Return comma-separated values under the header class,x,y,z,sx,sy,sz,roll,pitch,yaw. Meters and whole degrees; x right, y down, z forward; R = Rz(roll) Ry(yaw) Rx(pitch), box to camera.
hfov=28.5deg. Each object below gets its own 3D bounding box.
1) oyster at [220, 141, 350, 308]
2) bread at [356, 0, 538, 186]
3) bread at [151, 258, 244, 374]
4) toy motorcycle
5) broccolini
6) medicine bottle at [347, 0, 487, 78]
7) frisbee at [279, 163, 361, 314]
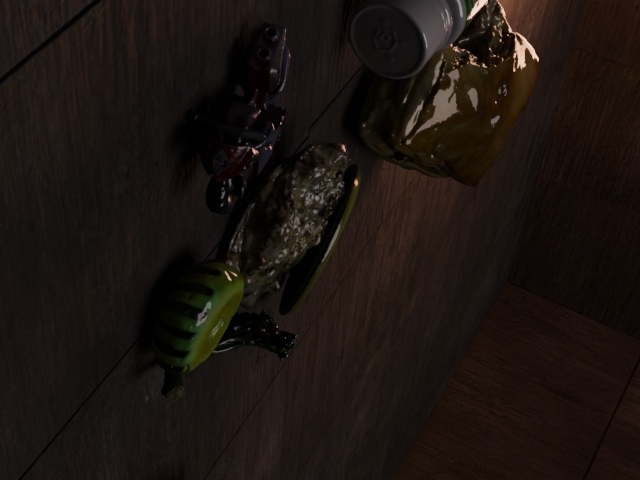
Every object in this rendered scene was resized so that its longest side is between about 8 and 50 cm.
class,x,y,z,sx,sy,sz,roll,pitch,yaw
oyster,-0.045,-0.019,1.626,0.259,0.092,0.198,-66,161,11
bread,0.208,-0.240,1.942,0.314,0.192,0.370,-65,163,-1
bread,-0.146,0.085,1.462,0.139,0.071,0.130,-66,169,23
toy motorcycle,-0.083,-0.136,1.345,0.122,0.082,0.213,92,16,-76
broccolini,-0.111,0.149,1.562,0.271,0.123,0.062,-39,122,-66
medicine bottle,0.138,-0.324,1.688,0.237,0.139,0.139,-50,158,-42
frisbee,0.000,0.000,1.765,0.236,0.017,0.236,-62,-173,14
